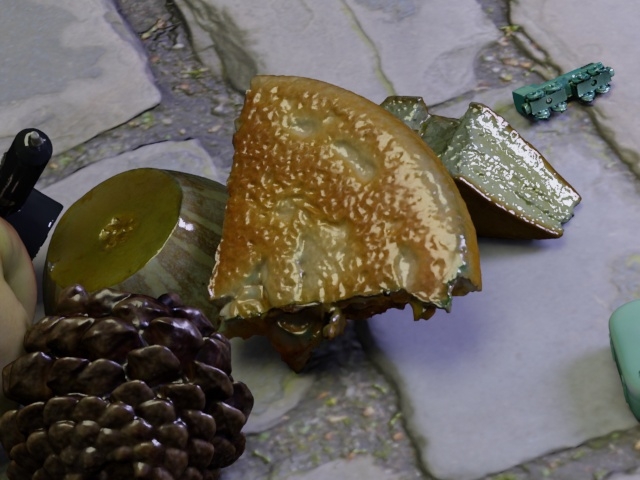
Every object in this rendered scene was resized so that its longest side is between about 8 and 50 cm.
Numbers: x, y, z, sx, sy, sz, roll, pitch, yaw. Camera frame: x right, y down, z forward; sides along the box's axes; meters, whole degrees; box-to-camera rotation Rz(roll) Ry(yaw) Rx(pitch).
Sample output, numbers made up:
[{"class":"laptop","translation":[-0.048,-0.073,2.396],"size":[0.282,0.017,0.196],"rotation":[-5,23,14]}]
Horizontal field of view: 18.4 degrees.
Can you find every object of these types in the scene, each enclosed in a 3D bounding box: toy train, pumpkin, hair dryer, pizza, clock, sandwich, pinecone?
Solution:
[{"class":"toy train","translation":[0.215,-0.133,1.746],"size":[0.092,0.029,0.045],"rotation":[-24,23,-15]},{"class":"pumpkin","translation":[-0.145,0.000,1.662],"size":[0.217,0.110,0.217],"rotation":[-10,45,10]},{"class":"hair dryer","translation":[-0.263,-0.051,1.617],"size":[0.124,0.219,0.071],"rotation":[30,64,-11]},{"class":"pizza","translation":[0.000,0.000,1.577],"size":[0.229,0.081,0.289],"rotation":[-46,58,-2]},{"class":"clock","translation":[0.284,0.080,1.454],"size":[0.135,0.041,0.101],"rotation":[-12,38,5]},{"class":"sandwich","translation":[0.093,-0.060,1.652],"size":[0.244,0.088,0.090],"rotation":[9,49,28]},{"class":"pinecone","translation":[-0.142,0.120,1.464],"size":[0.184,0.179,0.204],"rotation":[15,27,4]}]

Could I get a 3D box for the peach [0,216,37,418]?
[{"class":"peach","translation":[-0.336,0.070,1.564],"size":[0.232,0.232,0.232],"rotation":[-10,39,8]}]
